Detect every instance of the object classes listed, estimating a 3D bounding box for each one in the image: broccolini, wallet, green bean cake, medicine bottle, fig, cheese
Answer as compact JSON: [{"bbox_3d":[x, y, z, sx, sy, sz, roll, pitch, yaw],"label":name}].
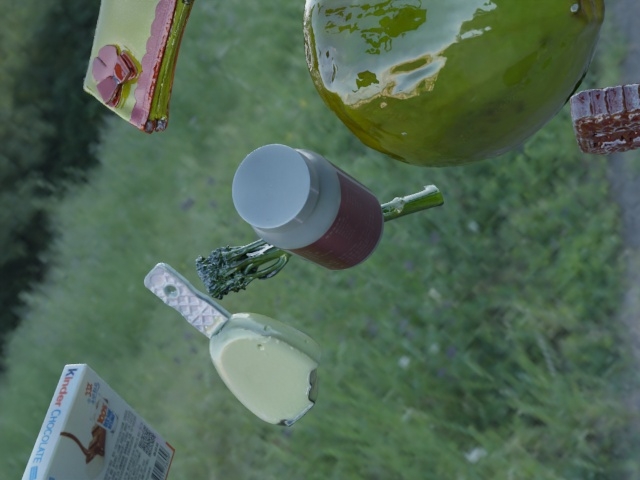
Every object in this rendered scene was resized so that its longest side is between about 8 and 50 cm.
[{"bbox_3d":[-0.002,-0.005,1.874,0.392,0.079,0.074,-17,32,-2],"label":"broccolini"},{"bbox_3d":[-0.226,-0.263,1.525,0.067,0.141,0.241,-16,-46,-43],"label":"wallet"},{"bbox_3d":[0.425,-0.170,1.715,0.135,0.136,0.056,-10,69,15],"label":"green bean cake"},{"bbox_3d":[-0.013,-0.041,1.575,0.131,0.131,0.250,-47,-24,8],"label":"medicine bottle"},{"bbox_3d":[0.161,-0.246,1.371,0.343,0.343,0.343,-44,17,17],"label":"fig"},{"bbox_3d":[-0.102,0.115,1.450,0.127,0.255,0.050,-42,15,27],"label":"cheese"}]

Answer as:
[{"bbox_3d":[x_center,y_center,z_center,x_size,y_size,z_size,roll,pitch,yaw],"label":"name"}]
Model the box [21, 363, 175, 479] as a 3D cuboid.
[{"bbox_3d":[-0.328,0.361,1.768,0.048,0.265,0.273,-5,50,27],"label":"box"}]
